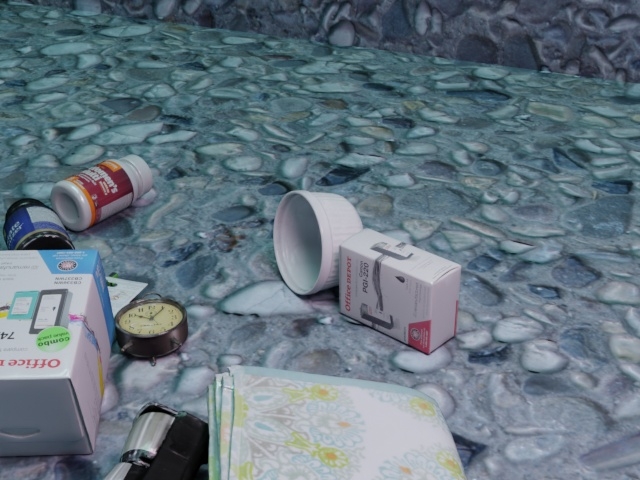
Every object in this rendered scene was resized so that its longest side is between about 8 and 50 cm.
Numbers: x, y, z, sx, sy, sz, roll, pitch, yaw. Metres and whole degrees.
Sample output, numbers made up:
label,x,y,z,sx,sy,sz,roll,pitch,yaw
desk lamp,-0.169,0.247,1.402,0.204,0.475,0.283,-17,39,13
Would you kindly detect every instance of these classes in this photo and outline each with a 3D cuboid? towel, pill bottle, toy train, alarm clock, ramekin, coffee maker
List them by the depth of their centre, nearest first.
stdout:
label,x,y,z,sx,sy,sz,roll,pitch,yaw
towel,0.024,0.312,1.306,0.375,0.090,0.320,9,26,-10
coffee maker,-0.215,0.333,1.306,0.171,0.120,0.178,6,30,9
alarm clock,-0.308,0.150,1.695,0.130,0.064,0.192,-4,31,-7
ramekin,0.000,0.000,1.832,0.109,0.207,0.207,-7,28,-29
toy train,-0.430,0.090,1.846,0.017,0.023,0.083,11,30,19
pill bottle,-0.587,-0.003,1.914,0.123,0.122,0.219,-13,30,-22
pill bottle,-0.496,-0.115,2.117,0.121,0.121,0.221,18,34,30

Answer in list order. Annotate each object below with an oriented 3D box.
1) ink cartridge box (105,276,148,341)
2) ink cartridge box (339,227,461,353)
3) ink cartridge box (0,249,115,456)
label,x,y,z,sx,sy,sz,roll,pitch,yaw
ink cartridge box,-0.457,0.140,1.736,0.189,0.066,0.232,9,22,16
ink cartridge box,0.141,0.090,1.706,0.218,0.158,0.092,24,37,37
ink cartridge box,-0.451,0.175,1.459,0.198,0.197,0.270,-1,43,-2
